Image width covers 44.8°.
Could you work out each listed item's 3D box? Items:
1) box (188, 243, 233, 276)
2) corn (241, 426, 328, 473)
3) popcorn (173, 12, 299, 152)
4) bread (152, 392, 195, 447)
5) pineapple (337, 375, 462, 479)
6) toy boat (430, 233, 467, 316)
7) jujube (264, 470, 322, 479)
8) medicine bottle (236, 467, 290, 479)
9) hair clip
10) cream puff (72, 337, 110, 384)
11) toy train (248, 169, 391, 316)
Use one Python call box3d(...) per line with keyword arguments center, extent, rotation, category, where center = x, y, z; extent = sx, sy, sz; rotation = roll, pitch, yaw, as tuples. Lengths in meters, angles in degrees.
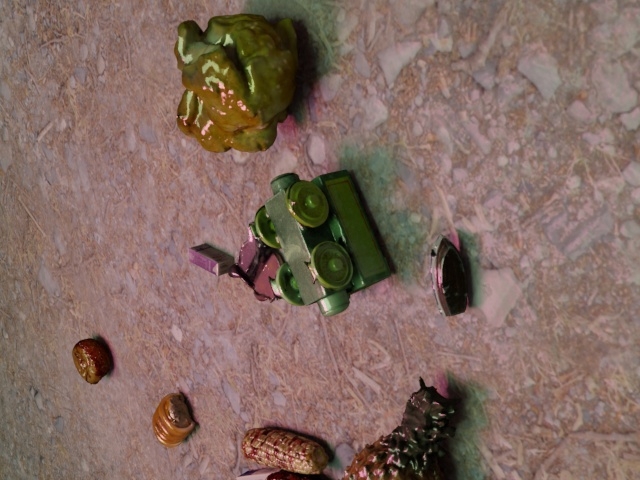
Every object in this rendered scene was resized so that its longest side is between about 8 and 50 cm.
box3d(center=(-0.255, 0.045, 1.806), extent=(0.117, 0.050, 0.036), rotation=(24, 122, 42), category="box")
box3d(center=(-0.082, 0.473, 1.745), extent=(0.253, 0.086, 0.086), rotation=(-4, 101, 48), category="corn")
box3d(center=(-0.156, -0.289, 1.450), extent=(0.276, 0.225, 0.276), rotation=(177, 90, -79), category="popcorn")
box3d(center=(-0.404, 0.494, 2.109), extent=(0.119, 0.084, 0.177), rotation=(55, 140, 19), category="bread")
box3d(center=(0.144, 0.416, 1.404), extent=(0.202, 0.202, 0.362), rotation=(34, 119, 35), category="pineapple")
box3d(center=(0.211, 0.057, 1.301), extent=(0.066, 0.059, 0.140), rotation=(-152, 51, -71), category="toy boat")
box3d(center=(-0.048, 0.556, 1.710), extent=(0.166, 0.104, 0.104), rotation=(16, 118, 15), category="jujube")
box3d(center=(-0.106, 0.627, 1.854), extent=(0.201, 0.052, 0.171), rotation=(-26, 84, 50), category="medicine bottle")
box3d(center=(-0.131, 0.051, 1.681), extent=(0.146, 0.056, 0.187), rotation=(47, 142, 24), category="hair clip")
box3d(center=(-0.697, 0.366, 2.381), extent=(0.149, 0.084, 0.149), rotation=(25, 125, 42), category="cream puff")
box3d(center=(0.000, 0.000, 1.409), extent=(0.159, 0.188, 0.272), rotation=(-30, 79, 48), category="toy train")
